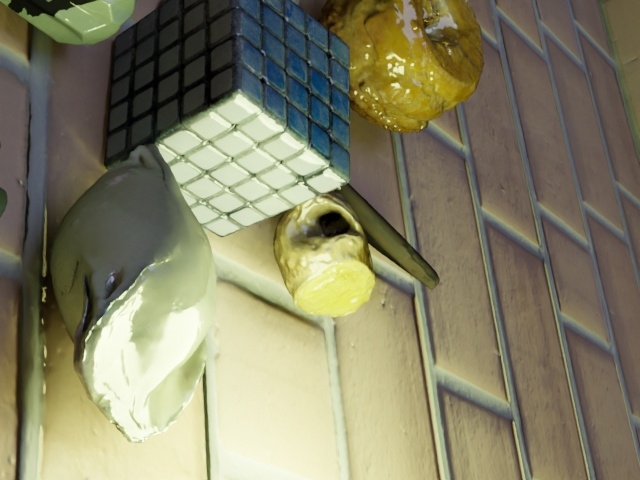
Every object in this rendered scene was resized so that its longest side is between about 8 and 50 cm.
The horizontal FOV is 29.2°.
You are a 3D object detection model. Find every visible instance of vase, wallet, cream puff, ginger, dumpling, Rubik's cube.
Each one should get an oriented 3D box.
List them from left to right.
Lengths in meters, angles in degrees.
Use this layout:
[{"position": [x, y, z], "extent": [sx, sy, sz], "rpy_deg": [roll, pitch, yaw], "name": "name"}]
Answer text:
[{"position": [-0.375, -0.357, 1.412], "extent": [0.360, 0.165, 0.165], "rpy_deg": [25, 48, -44], "name": "vase"}, {"position": [-0.197, 0.063, 1.383], "extent": [0.341, 0.181, 0.260], "rpy_deg": [-124, -168, -54], "name": "dumpling"}, {"position": [-0.117, -0.179, 1.599], "extent": [0.237, 0.238, 0.237], "rpy_deg": [34, 43, -40], "name": "Rubik's cube"}, {"position": [0.000, 0.000, 1.732], "extent": [0.275, 0.130, 0.221], "rpy_deg": [73, 2, -54], "name": "ginger"}, {"position": [0.059, -0.038, 1.888], "extent": [0.309, 0.042, 0.165], "rpy_deg": [41, -3, -38], "name": "wallet"}, {"position": [0.125, -0.354, 2.133], "extent": [0.327, 0.231, 0.343], "rpy_deg": [4, 72, -52], "name": "cream puff"}]

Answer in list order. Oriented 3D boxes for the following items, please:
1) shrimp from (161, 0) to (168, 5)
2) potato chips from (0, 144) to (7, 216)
[{"position": [-0.167, -0.283, 1.800], "extent": [0.195, 0.035, 0.148], "rpy_deg": [55, 28, -5], "name": "shrimp"}, {"position": [-0.449, -0.055, 1.151], "extent": [0.358, 0.070, 0.429], "rpy_deg": [55, 32, -23], "name": "potato chips"}]
